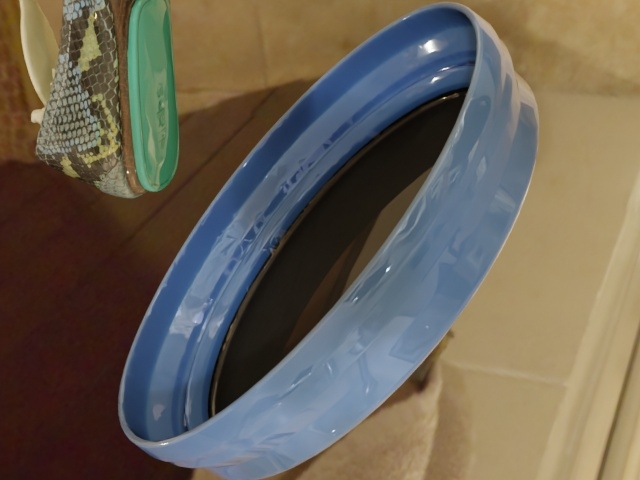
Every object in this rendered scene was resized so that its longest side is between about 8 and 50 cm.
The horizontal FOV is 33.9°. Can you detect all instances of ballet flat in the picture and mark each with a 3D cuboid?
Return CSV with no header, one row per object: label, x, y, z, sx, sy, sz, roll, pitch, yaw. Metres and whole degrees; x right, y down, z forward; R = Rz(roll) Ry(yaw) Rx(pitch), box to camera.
ballet flat,-0.087,-0.107,0.401,0.070,0.070,0.188,14,110,19

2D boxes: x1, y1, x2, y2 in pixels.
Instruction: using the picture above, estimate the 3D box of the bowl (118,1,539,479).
bowl,0.000,0.000,0.774,0.077,0.391,0.391,38,132,-20
